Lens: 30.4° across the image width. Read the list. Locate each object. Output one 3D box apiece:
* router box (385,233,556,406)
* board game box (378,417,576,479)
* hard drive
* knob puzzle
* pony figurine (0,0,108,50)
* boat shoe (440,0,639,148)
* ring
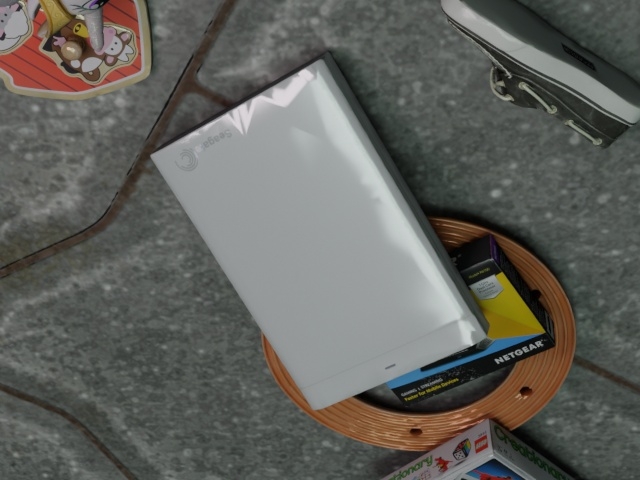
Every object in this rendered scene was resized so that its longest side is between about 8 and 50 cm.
[{"bbox_3d":[0.129,0.085,1.200,0.179,0.046,0.133,-27,120,23],"label":"router box"},{"bbox_3d":[0.224,0.339,1.401,0.193,0.053,0.305,-35,123,28],"label":"board game box"},{"bbox_3d":[0.000,0.000,1.134,0.203,0.040,0.307,-26,104,23],"label":"hard drive"},{"bbox_3d":[-0.241,-0.199,1.067,0.213,0.030,0.213,3,127,3],"label":"knob puzzle"},{"bbox_3d":[-0.155,-0.282,0.849,0.363,0.303,0.351,-14,147,26],"label":"pony figurine"},{"bbox_3d":[0.187,-0.147,1.034,0.219,0.078,0.070,29,124,-18],"label":"boat shoe"},{"bbox_3d":[0.104,0.103,1.266,0.336,0.032,0.336,3,127,4],"label":"ring"}]
